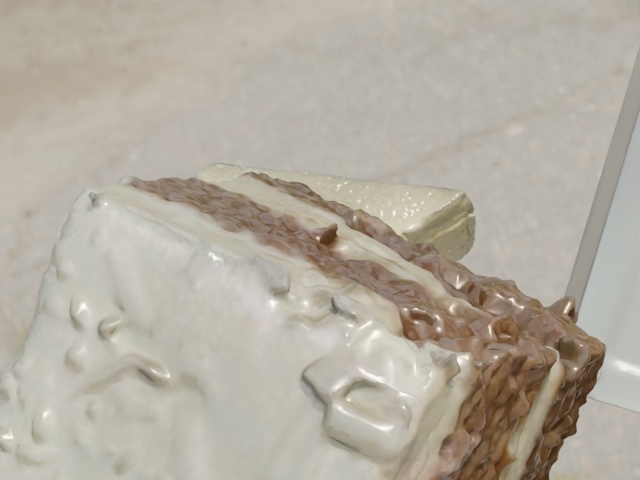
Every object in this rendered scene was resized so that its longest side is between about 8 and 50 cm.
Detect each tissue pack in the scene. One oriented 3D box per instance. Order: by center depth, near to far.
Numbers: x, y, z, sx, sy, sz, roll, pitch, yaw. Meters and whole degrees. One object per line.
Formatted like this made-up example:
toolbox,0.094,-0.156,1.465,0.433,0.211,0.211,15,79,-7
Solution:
tissue pack,0.248,-0.007,1.123,0.159,0.246,0.136,17,0,5

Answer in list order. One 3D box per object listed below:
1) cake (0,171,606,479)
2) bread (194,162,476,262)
cake,-0.011,0.054,0.533,0.135,0.135,0.147,26,4,24
bread,0.009,-0.017,1.163,0.105,0.077,0.152,-43,61,-16
